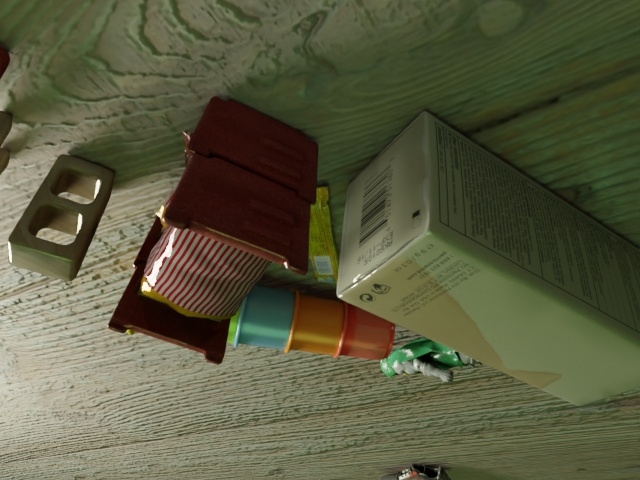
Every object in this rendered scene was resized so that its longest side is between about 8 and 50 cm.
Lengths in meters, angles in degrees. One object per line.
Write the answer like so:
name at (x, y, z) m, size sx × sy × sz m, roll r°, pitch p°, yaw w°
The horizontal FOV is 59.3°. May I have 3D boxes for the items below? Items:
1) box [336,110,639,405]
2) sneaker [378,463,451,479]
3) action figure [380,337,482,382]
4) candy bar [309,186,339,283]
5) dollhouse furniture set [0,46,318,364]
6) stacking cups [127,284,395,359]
box at (0.179, 0.031, 0.531) m, size 0.311 × 0.147 × 0.121 m, roll 27°, pitch 137°, yaw -21°
sneaker at (0.190, 0.486, 1.161) m, size 0.158 × 0.061 × 0.064 m, roll -13°, pitch 109°, yaw 22°
action figure at (0.167, 0.141, 0.709) m, size 0.232 × 0.063 × 0.137 m, roll -23°, pitch 172°, yaw 42°
candy bar at (0.000, 0.000, 0.619) m, size 0.040 × 0.018 × 0.161 m, roll 1°, pitch 141°, yaw 13°
dollhouse furniture set at (-0.211, -0.046, 0.490) m, size 0.374 × 0.152 × 0.201 m, roll 21°, pitch 139°, yaw -16°
stacking cups at (-0.068, 0.089, 0.697) m, size 0.317 × 0.096 × 0.096 m, roll 9°, pitch 141°, yaw -10°
